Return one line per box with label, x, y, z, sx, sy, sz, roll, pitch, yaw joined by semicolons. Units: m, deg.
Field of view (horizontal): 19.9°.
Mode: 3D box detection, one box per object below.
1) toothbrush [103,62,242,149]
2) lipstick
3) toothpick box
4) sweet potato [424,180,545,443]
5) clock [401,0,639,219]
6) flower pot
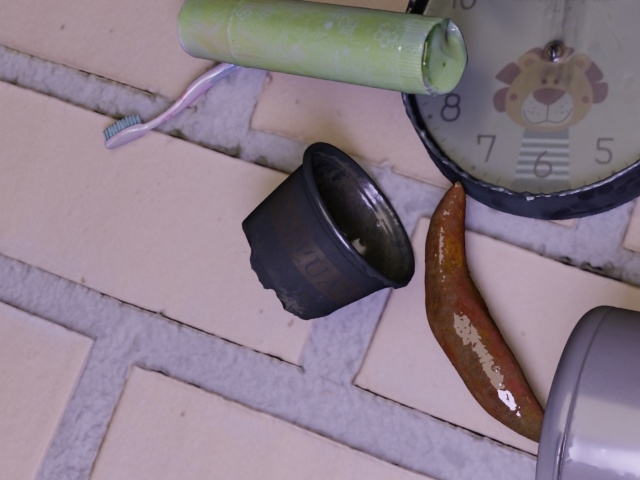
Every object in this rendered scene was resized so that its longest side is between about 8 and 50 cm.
toothbrush;-0.105;-0.164;1.834;0.269;0.021;0.027;-29;73;10
lipstick;-0.001;-0.191;1.727;0.304;0.076;0.076;14;80;36
toothpick box;0.350;0.168;1.474;0.316;0.229;0.229;10;79;21
sweet potato;0.139;0.075;1.659;0.078;0.058;0.255;-26;73;17
clock;0.221;-0.174;1.698;0.312;0.061;0.313;-5;74;19
flower pot;0.000;0.000;1.690;0.107;0.157;0.157;-33;66;23
